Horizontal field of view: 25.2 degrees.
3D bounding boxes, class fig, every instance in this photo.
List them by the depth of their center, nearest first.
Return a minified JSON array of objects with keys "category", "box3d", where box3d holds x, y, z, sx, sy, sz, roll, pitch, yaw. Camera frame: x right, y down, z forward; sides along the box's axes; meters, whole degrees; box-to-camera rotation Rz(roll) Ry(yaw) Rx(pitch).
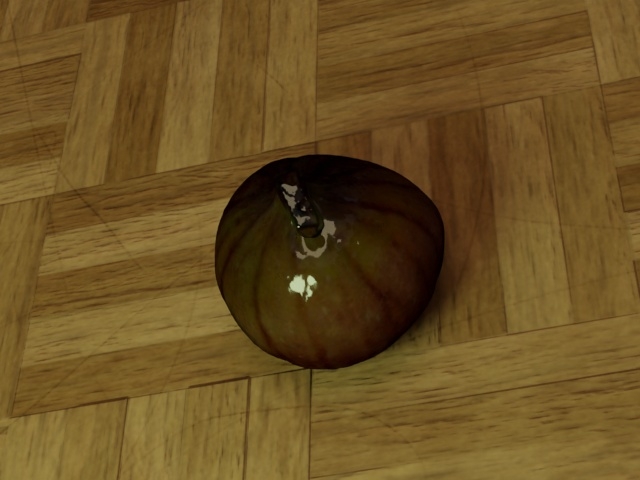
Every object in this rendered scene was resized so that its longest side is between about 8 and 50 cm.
[{"category":"fig","box3d":[0.006,0.009,1.425,0.235,0.214,0.235,-23,20,9]}]
